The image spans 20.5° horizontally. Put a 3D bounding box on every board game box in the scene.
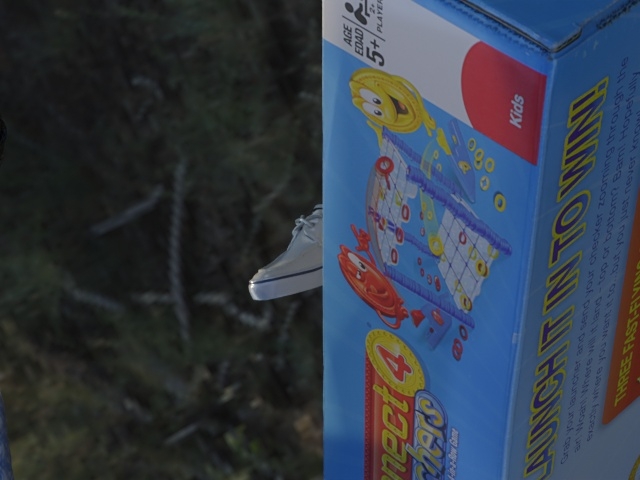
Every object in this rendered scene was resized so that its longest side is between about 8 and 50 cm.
[{"bbox_3d":[0.134,-0.035,0.656,0.086,0.302,0.308,34,143,30],"label":"board game box"}]

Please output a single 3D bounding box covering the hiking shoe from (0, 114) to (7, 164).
[{"bbox_3d":[-0.241,-0.077,1.085,0.086,0.114,0.226,14,115,6],"label":"hiking shoe"}]

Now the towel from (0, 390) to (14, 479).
[{"bbox_3d":[-0.150,0.091,0.597,0.209,0.034,0.285,-50,45,48],"label":"towel"}]

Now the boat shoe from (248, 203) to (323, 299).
[{"bbox_3d":[0.000,0.000,0.882,0.035,0.100,0.035,-4,107,50],"label":"boat shoe"}]
